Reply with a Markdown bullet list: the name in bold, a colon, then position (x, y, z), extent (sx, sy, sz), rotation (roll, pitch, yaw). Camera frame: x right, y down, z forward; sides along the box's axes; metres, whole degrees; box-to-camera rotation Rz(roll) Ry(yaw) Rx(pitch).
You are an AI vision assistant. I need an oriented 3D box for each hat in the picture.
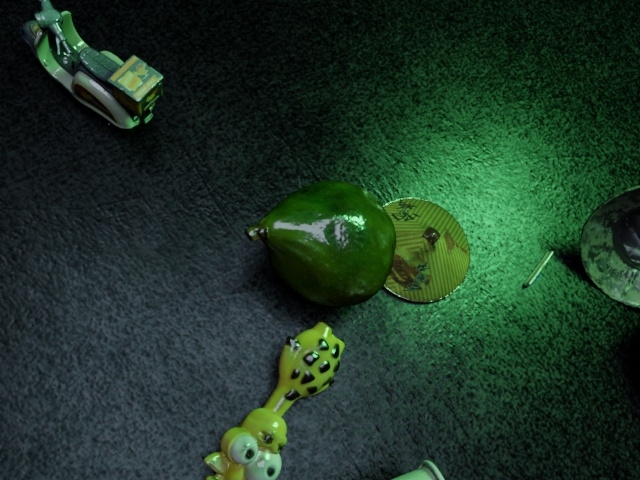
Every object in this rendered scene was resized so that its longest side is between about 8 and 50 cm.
- **hat**: position (0.594, -0.012, 1.134), extent (0.266, 0.265, 0.128), rotation (33, 35, 1)
- **hat**: position (0.173, 0.002, 1.078), extent (0.193, 0.082, 0.192), rotation (3, 70, -9)

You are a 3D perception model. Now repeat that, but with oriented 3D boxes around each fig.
- **fig**: position (0.000, 0.000, 0.965), extent (0.245, 0.195, 0.195), rotation (18, 60, -51)

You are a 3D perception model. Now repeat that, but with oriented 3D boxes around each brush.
- **brush**: position (0.386, 0.051, 1.139), extent (0.013, 0.016, 0.083), rotation (44, 69, -8)

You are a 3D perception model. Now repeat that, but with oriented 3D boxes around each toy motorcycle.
- **toy motorcycle**: position (-0.370, -0.282, 1.027), extent (0.263, 0.157, 0.091), rotation (36, 67, 1)

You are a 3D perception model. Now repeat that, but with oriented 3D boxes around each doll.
- **doll**: position (-0.061, 0.244, 0.945), extent (0.117, 0.086, 0.291), rotation (47, 67, -25)

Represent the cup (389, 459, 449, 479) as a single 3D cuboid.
- **cup**: position (0.052, 0.439, 0.831), extent (0.274, 0.253, 0.253), rotation (-11, 74, -7)
